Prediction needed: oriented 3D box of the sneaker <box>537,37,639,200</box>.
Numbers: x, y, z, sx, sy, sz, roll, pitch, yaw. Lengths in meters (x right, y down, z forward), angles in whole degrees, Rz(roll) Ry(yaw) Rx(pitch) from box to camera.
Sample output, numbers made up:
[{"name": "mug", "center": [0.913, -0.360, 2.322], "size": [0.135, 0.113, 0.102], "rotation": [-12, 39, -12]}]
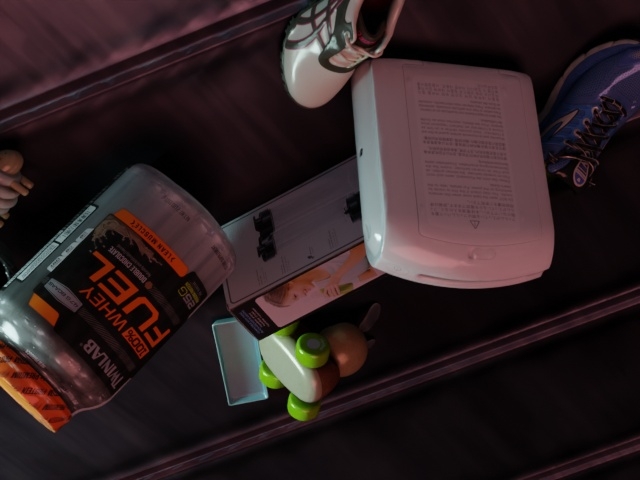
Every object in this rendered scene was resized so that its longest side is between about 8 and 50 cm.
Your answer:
[{"name": "sneaker", "center": [0.362, -0.138, 1.914], "size": [0.129, 0.147, 0.330], "rotation": [28, 120, -31]}]

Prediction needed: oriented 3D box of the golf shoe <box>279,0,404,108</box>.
[{"name": "golf shoe", "center": [0.029, -0.262, 1.753], "size": [0.105, 0.120, 0.273], "rotation": [12, 129, -23]}]

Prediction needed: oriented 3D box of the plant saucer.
[{"name": "plant saucer", "center": [-0.126, 0.189, 2.192], "size": [0.067, 0.018, 0.192], "rotation": [-10, 132, -3]}]

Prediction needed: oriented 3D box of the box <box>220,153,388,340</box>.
[{"name": "box", "center": [0.000, 0.000, 1.950], "size": [0.290, 0.169, 0.087], "rotation": [-28, 133, 11]}]

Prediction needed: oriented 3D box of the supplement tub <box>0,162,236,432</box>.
[{"name": "supplement tub", "center": [-0.292, 0.078, 1.837], "size": [0.338, 0.207, 0.207], "rotation": [-47, 133, -16]}]

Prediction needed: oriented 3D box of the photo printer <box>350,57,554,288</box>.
[{"name": "photo printer", "center": [0.173, -0.082, 1.814], "size": [0.256, 0.308, 0.107], "rotation": [3, 153, -15]}]

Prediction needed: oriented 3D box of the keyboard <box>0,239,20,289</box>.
[{"name": "keyboard", "center": [-0.497, 0.017, 1.890], "size": [0.201, 0.033, 0.317], "rotation": [4, 140, 27]}]

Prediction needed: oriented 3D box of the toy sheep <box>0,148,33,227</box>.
[{"name": "toy sheep", "center": [-0.442, -0.069, 1.847], "size": [0.091, 0.091, 0.132], "rotation": [31, 107, -33]}]

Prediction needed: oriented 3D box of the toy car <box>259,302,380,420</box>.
[{"name": "toy car", "center": [0.014, 0.161, 2.151], "size": [0.188, 0.149, 0.155], "rotation": [-24, 143, -30]}]
